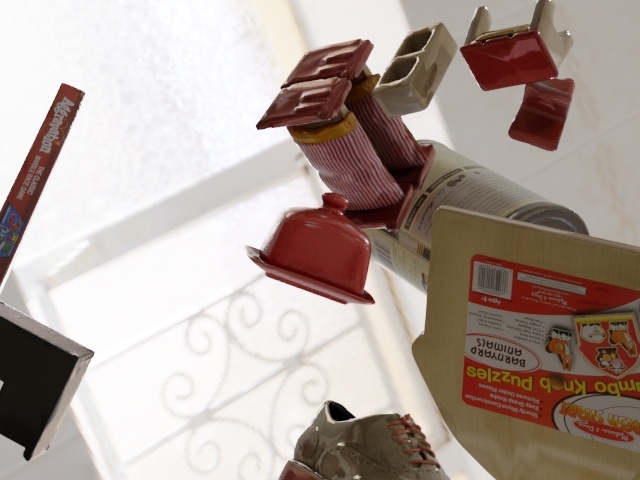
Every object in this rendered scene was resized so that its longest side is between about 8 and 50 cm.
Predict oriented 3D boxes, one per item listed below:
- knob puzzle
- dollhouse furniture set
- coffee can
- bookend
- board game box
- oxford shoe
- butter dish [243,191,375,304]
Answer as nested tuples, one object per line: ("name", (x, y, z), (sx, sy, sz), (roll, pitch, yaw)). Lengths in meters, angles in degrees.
("knob puzzle", (0.147, 0.081, 0.768), (0.213, 0.030, 0.213), (12, -62, 24))
("dollhouse furniture set", (0.134, -0.140, 1.545), (0.374, 0.152, 0.201), (-6, -48, 40))
("coffee can", (0.203, -0.002, 1.756), (0.275, 0.201, 0.202), (35, -42, 48))
("bookend", (-0.411, 0.186, 1.718), (0.156, 0.072, 0.157), (26, -85, 7))
("board game box", (-0.261, 0.001, 1.063), (0.027, 0.281, 0.145), (24, -52, -12))
("oxford shoe", (0.080, 0.251, 1.403), (0.348, 0.123, 0.130), (10, -103, 51))
("butter dish", (0.000, 0.000, 1.520), (0.159, 0.118, 0.160), (21, 3, -7))
